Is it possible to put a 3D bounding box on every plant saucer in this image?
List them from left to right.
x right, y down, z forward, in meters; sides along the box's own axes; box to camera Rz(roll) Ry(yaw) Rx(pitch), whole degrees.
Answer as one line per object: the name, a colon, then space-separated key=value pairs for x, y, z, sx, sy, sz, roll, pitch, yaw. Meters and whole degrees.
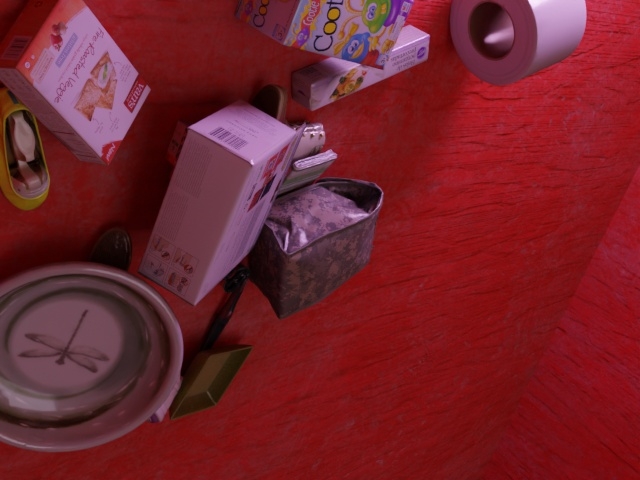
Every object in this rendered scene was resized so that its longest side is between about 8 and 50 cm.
plant saucer: x=-0.453 y=0.196 z=1.463 sx=0.400 sy=0.100 sz=0.401 roll=-9 pitch=121 yaw=-16
plant saucer: x=-0.258 y=0.310 z=1.853 sx=0.188 sy=0.045 sz=0.188 roll=-57 pitch=158 yaw=14

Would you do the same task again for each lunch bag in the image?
lunch bag: x=0.000 y=0.000 z=1.770 sx=0.287 sy=0.169 sz=0.235 roll=-24 pitch=146 yaw=-24

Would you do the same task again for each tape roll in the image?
tape roll: x=0.425 y=-0.478 z=1.766 sx=0.169 sy=0.246 sz=0.246 roll=-27 pitch=138 yaw=-30

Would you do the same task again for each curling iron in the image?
curling iron: x=-0.225 y=0.162 z=1.804 sx=0.068 sy=0.035 sz=0.274 roll=11 pitch=119 yaw=-28

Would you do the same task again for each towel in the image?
towel: x=-0.042 y=-0.135 z=1.692 sx=0.113 sy=0.023 sz=0.152 roll=-20 pitch=167 yaw=-35

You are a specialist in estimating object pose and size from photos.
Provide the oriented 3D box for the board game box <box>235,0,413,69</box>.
board game box: x=0.011 y=-0.416 z=1.455 sx=0.275 sy=0.142 sz=0.144 roll=-1 pitch=121 yaw=-47

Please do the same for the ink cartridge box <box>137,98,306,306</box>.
ink cartridge box: x=-0.173 y=-0.081 z=1.479 sx=0.309 sy=0.130 sz=0.272 roll=-64 pitch=172 yaw=29

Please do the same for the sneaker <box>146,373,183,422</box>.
sneaker: x=-0.368 y=0.242 z=1.681 sx=0.152 sy=0.114 sz=0.305 roll=-53 pitch=149 yaw=-33

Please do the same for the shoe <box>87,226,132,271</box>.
shoe: x=-0.403 y=0.068 z=1.514 sx=0.076 sy=0.058 sz=0.219 roll=14 pitch=109 yaw=-19

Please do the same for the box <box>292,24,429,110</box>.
box: x=0.086 y=-0.355 z=1.657 sx=0.324 sy=0.067 sz=0.063 roll=-29 pitch=140 yaw=-29

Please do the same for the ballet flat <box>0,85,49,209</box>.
ballet flat: x=-0.459 y=-0.126 z=1.254 sx=0.077 sy=0.077 sz=0.231 roll=-25 pitch=137 yaw=-31

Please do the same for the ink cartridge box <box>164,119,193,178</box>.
ink cartridge box: x=-0.250 y=-0.152 z=1.471 sx=0.029 sy=0.063 sz=0.115 roll=1 pitch=121 yaw=-47

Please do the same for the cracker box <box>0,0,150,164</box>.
cracker box: x=-0.366 y=-0.242 z=1.215 sx=0.156 sy=0.067 sz=0.232 roll=-68 pitch=151 yaw=-22

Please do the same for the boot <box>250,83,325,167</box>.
boot: x=-0.062 y=-0.222 z=1.603 sx=0.165 sy=0.077 sz=0.213 roll=-18 pitch=140 yaw=-36
